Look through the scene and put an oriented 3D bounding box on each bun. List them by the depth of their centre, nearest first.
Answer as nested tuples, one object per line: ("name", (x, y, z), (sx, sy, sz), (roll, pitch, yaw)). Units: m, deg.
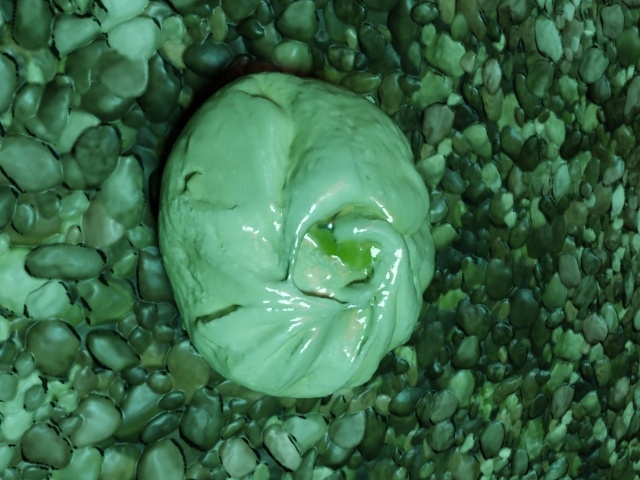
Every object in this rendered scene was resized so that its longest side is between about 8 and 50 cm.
("bun", (0.000, 0.000, 0.632), (0.259, 0.160, 0.259), (-5, 99, -38))
